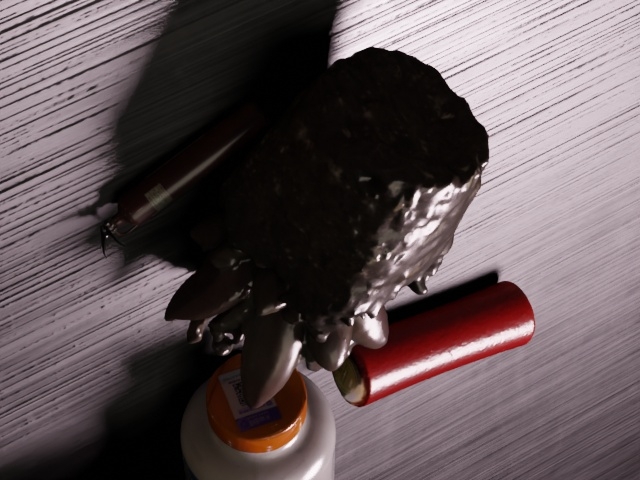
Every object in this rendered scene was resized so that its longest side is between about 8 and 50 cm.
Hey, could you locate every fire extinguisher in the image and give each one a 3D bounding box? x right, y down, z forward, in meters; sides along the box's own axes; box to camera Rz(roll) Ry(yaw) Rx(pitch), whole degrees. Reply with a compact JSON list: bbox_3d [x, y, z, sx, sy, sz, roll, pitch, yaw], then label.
[{"bbox_3d":[-0.115,-0.052,1.347,0.173,0.035,0.049,-36,-170,2],"label":"fire extinguisher"}]

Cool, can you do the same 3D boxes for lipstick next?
[{"bbox_3d":[0.125,0.112,1.804,0.241,0.080,0.080,-18,148,-29],"label":"lipstick"}]

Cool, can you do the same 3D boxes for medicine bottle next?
[{"bbox_3d":[-0.063,0.226,1.692,0.157,0.157,0.288,-26,151,-16],"label":"medicine bottle"}]

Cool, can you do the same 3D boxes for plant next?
[{"bbox_3d":[0.000,0.000,1.370,0.194,0.181,0.320,-26,156,-42],"label":"plant"}]
